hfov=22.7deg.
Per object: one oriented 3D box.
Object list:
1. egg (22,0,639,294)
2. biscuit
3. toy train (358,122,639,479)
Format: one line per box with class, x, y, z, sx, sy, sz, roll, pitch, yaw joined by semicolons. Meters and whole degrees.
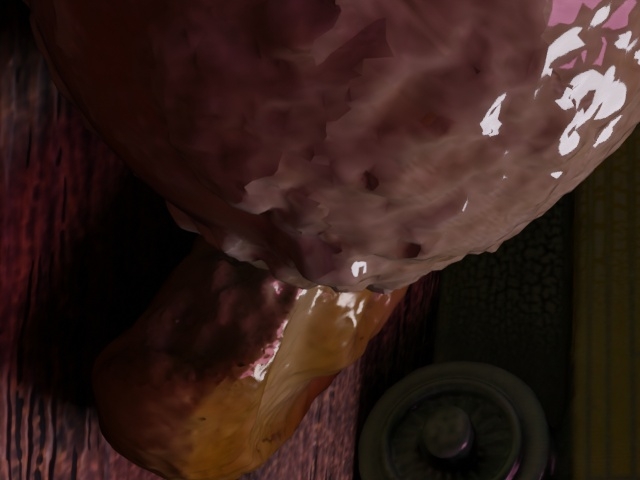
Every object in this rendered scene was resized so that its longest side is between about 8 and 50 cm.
egg;0.017;-0.134;0.564;0.279;0.279;0.310;-2;107;-64
biscuit;0.001;0.001;0.759;0.274;0.091;0.213;-59;171;-15
toy train;0.171;0.038;0.889;0.179;0.272;0.442;66;26;-51
